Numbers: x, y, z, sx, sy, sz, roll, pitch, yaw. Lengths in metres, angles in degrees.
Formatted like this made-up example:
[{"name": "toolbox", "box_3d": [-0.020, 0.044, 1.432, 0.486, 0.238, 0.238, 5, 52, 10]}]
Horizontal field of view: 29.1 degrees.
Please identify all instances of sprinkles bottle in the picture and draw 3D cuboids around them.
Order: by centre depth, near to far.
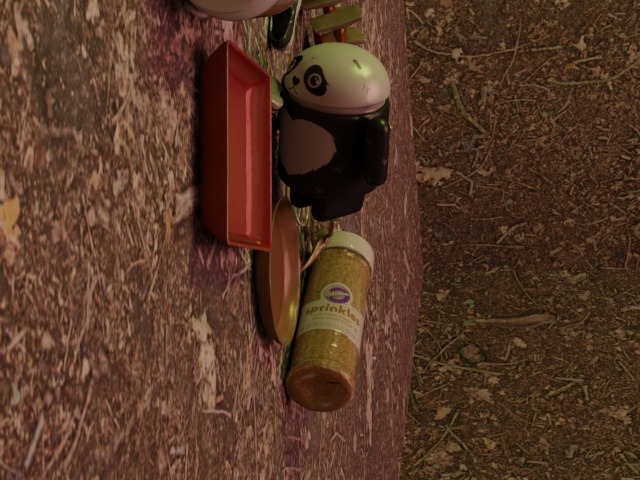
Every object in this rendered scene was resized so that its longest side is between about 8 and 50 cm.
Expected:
[{"name": "sprinkles bottle", "box_3d": [0.021, 0.138, 2.187, 0.355, 0.121, 0.121, -79, 165, -49]}]

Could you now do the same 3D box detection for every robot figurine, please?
[{"name": "robot figurine", "box_3d": [0.017, -0.172, 1.940, 0.173, 0.209, 0.278, -65, 163, -60]}]

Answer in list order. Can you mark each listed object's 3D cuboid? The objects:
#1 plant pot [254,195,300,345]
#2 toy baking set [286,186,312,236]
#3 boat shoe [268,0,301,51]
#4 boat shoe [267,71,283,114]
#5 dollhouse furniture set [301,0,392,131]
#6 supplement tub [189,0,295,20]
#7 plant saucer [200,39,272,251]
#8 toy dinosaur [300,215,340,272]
[{"name": "plant pot", "box_3d": [-0.069, 0.048, 1.943, 0.236, 0.032, 0.236, 0, 90, -80]}, {"name": "toy baking set", "box_3d": [-0.022, -0.112, 2.225, 0.256, 0.030, 0.196, 44, 46, -76]}, {"name": "boat shoe", "box_3d": [-0.058, -0.377, 1.993, 0.040, 0.049, 0.142, 49, 44, -74]}, {"name": "boat shoe", "box_3d": [-0.082, -0.220, 1.869, 0.038, 0.046, 0.125, -51, -154, 21]}, {"name": "dollhouse furniture set", "box_3d": [0.027, -0.290, 2.255, 0.262, 0.135, 0.259, 79, -8, -46]}, {"name": "supplement tub", "box_3d": [-0.096, -0.341, 1.496, 0.199, 0.144, 0.144, -49, 138, -74]}, {"name": "plant saucer", "box_3d": [-0.114, -0.118, 1.656, 0.258, 0.048, 0.259, 15, 75, -80]}, {"name": "toy dinosaur", "box_3d": [0.000, 0.000, 2.198, 0.183, 0.053, 0.092, -66, 170, -59]}]
